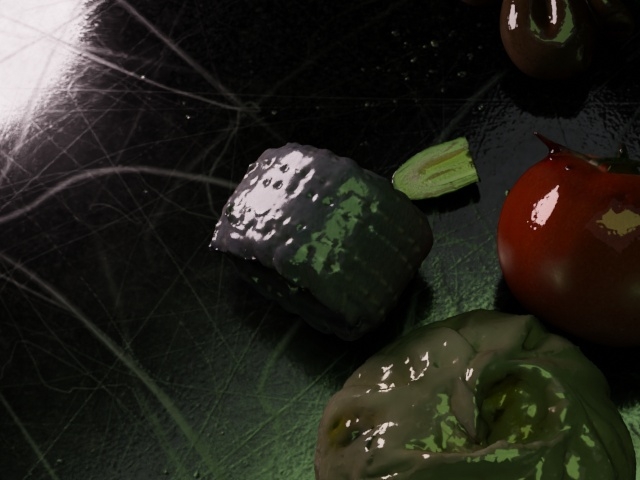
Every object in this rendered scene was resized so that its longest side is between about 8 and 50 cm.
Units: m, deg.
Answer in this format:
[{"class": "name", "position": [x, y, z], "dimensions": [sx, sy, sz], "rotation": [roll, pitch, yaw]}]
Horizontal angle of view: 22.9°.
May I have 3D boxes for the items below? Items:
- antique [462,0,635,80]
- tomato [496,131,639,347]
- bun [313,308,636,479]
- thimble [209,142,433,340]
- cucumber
[{"class": "antique", "position": [0.264, -0.313, 2.031], "dimensions": [0.143, 0.121, 0.257], "rotation": [-42, 76, -4]}, {"class": "tomato", "position": [0.330, 0.004, 1.810], "dimensions": [0.256, 0.256, 0.224], "rotation": [21, 99, 13]}, {"class": "bun", "position": [0.169, 0.242, 1.733], "dimensions": [0.365, 0.219, 0.365], "rotation": [-3, 64, 7]}, {"class": "thimble", "position": [0.000, 0.000, 1.861], "dimensions": [0.236, 0.205, 0.172], "rotation": [32, 73, 16]}, {"class": "cucumber", "position": [0.143, -0.082, 1.979], "dimensions": [0.107, 0.035, 0.067], "rotation": [-18, 77, 2]}]
